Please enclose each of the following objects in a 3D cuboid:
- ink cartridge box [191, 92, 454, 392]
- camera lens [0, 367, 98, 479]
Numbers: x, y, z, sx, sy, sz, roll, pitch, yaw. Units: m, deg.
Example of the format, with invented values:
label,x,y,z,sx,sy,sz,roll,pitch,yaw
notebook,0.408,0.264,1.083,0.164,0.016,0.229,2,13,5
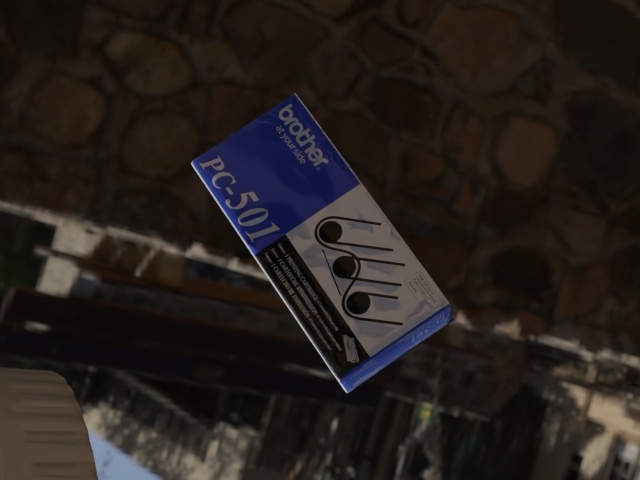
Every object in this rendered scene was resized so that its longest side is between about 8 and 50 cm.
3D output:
label,x,y,z,sx,sy,sz,roll,pitch,yaw
ink cartridge box,0.000,0.000,0.940,0.207,0.097,0.046,55,177,22
camera lens,-0.217,0.144,0.396,0.274,0.219,0.219,0,-173,-21
